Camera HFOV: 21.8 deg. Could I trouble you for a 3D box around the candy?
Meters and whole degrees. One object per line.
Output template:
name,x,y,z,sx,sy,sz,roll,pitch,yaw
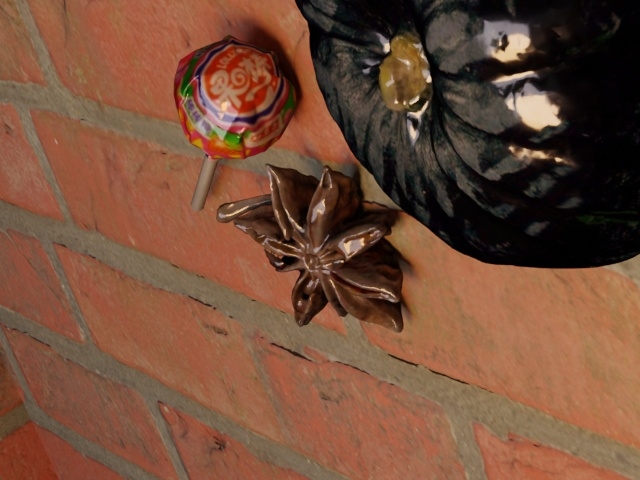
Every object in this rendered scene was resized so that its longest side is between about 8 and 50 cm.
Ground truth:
candy,-0.108,-0.098,1.749,0.124,0.124,0.365,52,160,10

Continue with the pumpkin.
pumpkin,0.141,-0.159,1.053,0.363,0.266,0.363,49,154,34

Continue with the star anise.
star anise,0.000,-0.001,1.676,0.231,0.089,0.209,42,138,17
